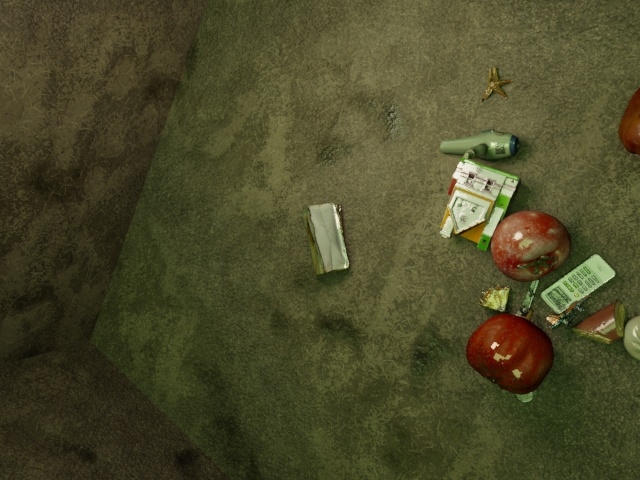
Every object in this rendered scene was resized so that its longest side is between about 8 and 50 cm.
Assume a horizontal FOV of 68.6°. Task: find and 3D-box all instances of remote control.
[{"bbox_3d":[0.946,0.162,1.733,0.250,0.034,0.103,-44,74,24],"label":"remote control"}]

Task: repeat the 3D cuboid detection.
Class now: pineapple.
[{"bbox_3d":[0.698,0.233,1.850,0.137,0.069,0.116,-38,75,23],"label":"pineapple"}]

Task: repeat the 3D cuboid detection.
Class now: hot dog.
[{"bbox_3d":[0.771,0.539,1.842,0.099,0.053,0.192,-39,71,24],"label":"hot dog"}]

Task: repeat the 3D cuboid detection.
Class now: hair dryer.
[{"bbox_3d":[0.557,-0.354,1.799,0.296,0.298,0.119,20,119,57],"label":"hair dryer"}]

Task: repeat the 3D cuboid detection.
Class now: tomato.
[{"bbox_3d":[0.752,0.011,1.706,0.270,0.270,0.227,-38,41,25],"label":"tomato"}]

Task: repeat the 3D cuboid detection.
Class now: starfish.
[{"bbox_3d":[0.671,-0.592,1.826,0.133,0.041,0.130,49,114,17],"label":"starfish"}]

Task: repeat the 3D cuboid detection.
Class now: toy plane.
[{"bbox_3d":[0.914,0.269,1.713,0.188,0.135,0.062,-34,56,15],"label":"toy plane"}]

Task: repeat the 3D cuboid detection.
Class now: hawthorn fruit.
[{"bbox_3d":[0.713,0.388,1.737,0.287,0.287,0.330,31,72,23],"label":"hawthorn fruit"}]

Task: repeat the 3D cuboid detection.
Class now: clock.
[{"bbox_3d":[0.599,-0.131,1.828,0.235,0.166,0.310,26,98,24],"label":"clock"}]

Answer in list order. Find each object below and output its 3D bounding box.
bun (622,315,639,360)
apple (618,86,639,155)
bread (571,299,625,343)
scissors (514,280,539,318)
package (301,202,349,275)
[{"bbox_3d":[1.131,0.339,1.600,0.172,0.120,0.173,1,92,26],"label":"bun"},{"bbox_3d":[1.190,-0.393,1.522,0.365,0.295,0.329,-45,35,22],"label":"apple"},{"bbox_3d":[1.010,0.302,1.672,0.067,0.119,0.192,37,112,-24],"label":"bread"},{"bbox_3d":[0.785,0.295,1.833,0.160,0.024,0.318,21,103,25],"label":"scissors"},{"bbox_3d":[0.032,-0.007,2.163,0.165,0.221,0.311,-12,85,-12],"label":"package"}]
